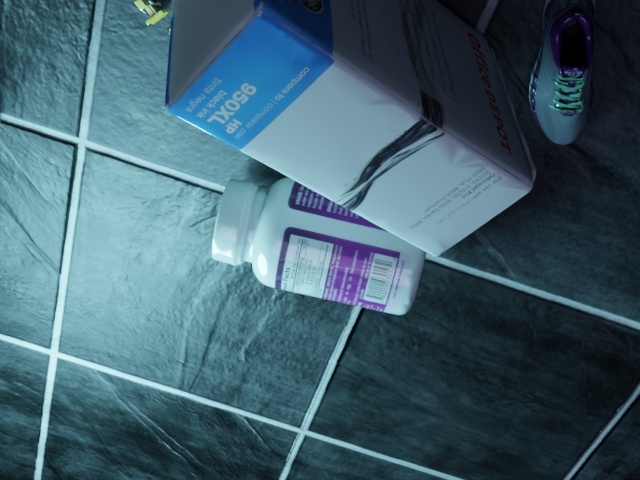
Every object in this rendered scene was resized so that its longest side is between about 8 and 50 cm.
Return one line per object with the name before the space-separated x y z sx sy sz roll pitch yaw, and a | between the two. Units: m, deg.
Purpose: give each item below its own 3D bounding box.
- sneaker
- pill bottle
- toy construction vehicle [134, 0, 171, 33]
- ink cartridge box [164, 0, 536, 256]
sneaker | 0.310 -0.206 1.115 0.083 0.098 0.223 -1 127 12
pill bottle | 0.000 0.000 1.293 0.302 0.169 0.169 13 129 1
toy construction vehicle | -0.196 -0.305 1.179 0.086 0.035 0.098 -24 119 27
ink cartridge box | 0.036 -0.195 0.998 0.395 0.285 0.166 27 130 -32
